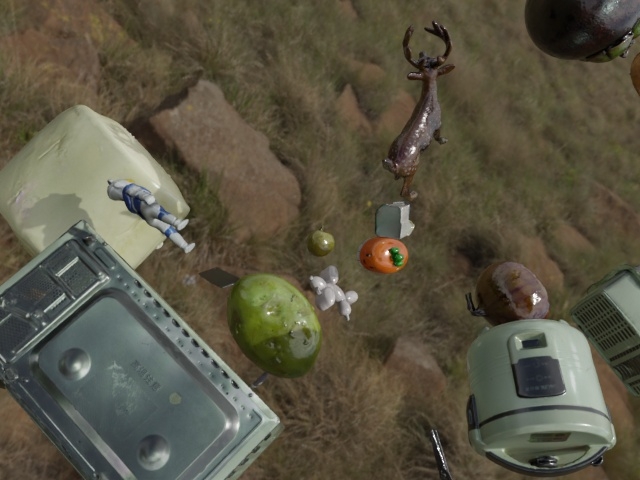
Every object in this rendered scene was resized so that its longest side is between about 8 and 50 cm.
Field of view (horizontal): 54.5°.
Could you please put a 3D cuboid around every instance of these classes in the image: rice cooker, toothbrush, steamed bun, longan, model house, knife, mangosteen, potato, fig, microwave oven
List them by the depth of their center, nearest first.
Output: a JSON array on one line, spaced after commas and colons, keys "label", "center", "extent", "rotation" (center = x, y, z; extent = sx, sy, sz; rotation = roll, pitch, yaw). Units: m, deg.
[{"label": "microwave oven", "center": [-0.277, 0.224, 0.931], "extent": [0.394, 0.333, 0.247], "rotation": [43, 77, 12]}, {"label": "rice cooker", "center": [0.355, 0.265, 1.035], "extent": [0.226, 0.226, 0.244], "rotation": [20, 54, -28]}, {"label": "potato", "center": [-0.099, 0.180, 1.339], "extent": [0.148, 0.186, 0.253], "rotation": [-90, 157, -72]}, {"label": "steamed bun", "center": [-0.572, -0.116, 1.488], "extent": [0.456, 0.371, 0.290], "rotation": [40, -11, 33]}, {"label": "mangosteen", "center": [0.663, -0.578, 1.522], "extent": [0.300, 0.300, 0.300], "rotation": [24, 42, -24]}, {"label": "longan", "center": [0.000, 0.000, 1.571], "extent": [0.075, 0.075, 0.083], "rotation": [9, 79, -37]}, {"label": "toothbrush", "center": [-0.141, 0.352, 1.640], "extent": [0.024, 0.288, 0.026], "rotation": [-4, 66, -24]}, {"label": "knife", "center": [-0.246, 0.111, 1.656], "extent": [0.072, 0.245, 0.019], "rotation": [-20, 113, -35]}, {"label": "model house", "center": [0.220, -0.065, 1.828], "extent": [0.088, 0.100, 0.100], "rotation": [10, 18, 30]}, {"label": "fig", "center": [0.563, 0.181, 1.856], "extent": [0.235, 0.235, 0.214], "rotation": [42, 69, -3]}]

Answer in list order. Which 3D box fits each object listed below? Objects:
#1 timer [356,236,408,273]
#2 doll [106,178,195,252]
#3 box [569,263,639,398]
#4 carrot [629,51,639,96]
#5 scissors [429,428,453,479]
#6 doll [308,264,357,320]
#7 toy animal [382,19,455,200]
[{"label": "timer", "center": [0.169, 0.041, 1.598], "extent": [0.136, 0.136, 0.099], "rotation": [-21, 113, -50]}, {"label": "doll", "center": [-0.334, -0.068, 1.190], "extent": [0.227, 0.114, 0.057], "rotation": [31, 66, 20]}, {"label": "box", "center": [0.731, 0.201, 1.405], "extent": [0.166, 0.220, 0.290], "rotation": [-29, 71, -15]}, {"label": "carrot", "center": [0.651, -0.274, 0.873], "extent": [0.214, 0.331, 0.193], "rotation": [27, 51, -24]}, {"label": "scissors", "center": [0.366, 0.699, 1.788], "extent": [0.024, 0.160, 0.317], "rotation": [-5, 80, -61]}, {"label": "doll", "center": [0.029, 0.138, 1.642], "extent": [0.161, 0.059, 0.160], "rotation": [51, 22, -12]}, {"label": "toy animal", "center": [0.175, -0.211, 1.073], "extent": [0.087, 0.260, 0.243], "rotation": [11, 69, 17]}]
